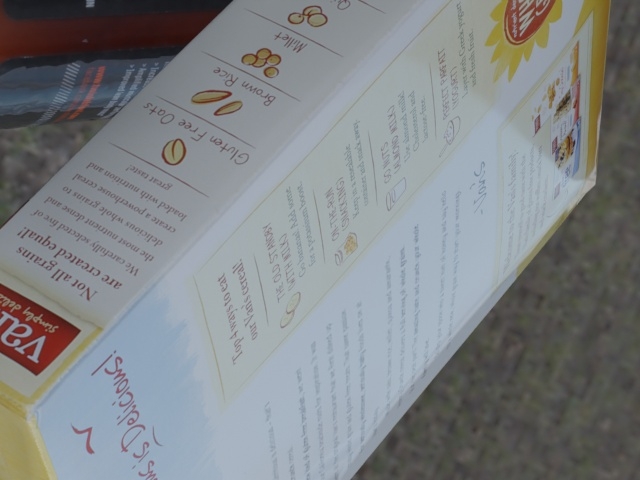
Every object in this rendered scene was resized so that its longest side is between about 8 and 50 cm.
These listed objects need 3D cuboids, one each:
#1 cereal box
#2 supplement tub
[{"bbox_3d":[0.000,0.000,0.486,0.240,0.047,0.173,-47,153,-27],"label":"cereal box"},{"bbox_3d":[-0.058,-0.094,0.603,0.198,0.106,0.106,-8,123,-34],"label":"supplement tub"}]
